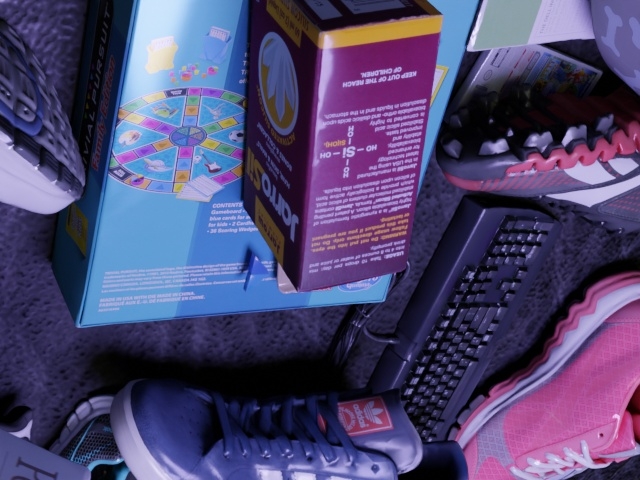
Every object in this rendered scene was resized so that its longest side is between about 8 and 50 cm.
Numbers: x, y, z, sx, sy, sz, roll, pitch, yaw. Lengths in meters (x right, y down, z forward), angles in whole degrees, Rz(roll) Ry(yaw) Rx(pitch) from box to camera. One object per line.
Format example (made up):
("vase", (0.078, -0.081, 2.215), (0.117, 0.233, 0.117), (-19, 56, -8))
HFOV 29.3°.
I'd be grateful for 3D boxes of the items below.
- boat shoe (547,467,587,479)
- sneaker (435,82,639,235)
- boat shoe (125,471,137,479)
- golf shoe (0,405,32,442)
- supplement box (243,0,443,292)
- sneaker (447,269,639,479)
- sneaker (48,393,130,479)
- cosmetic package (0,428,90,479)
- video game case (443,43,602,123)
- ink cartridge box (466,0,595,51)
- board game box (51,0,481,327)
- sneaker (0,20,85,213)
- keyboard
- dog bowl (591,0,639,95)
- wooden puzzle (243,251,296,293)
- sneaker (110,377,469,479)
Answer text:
("boat shoe", (0.301, 0.169, 1.274), (0.226, 0.083, 0.076), (-42, 147, 22))
("sneaker", (0.213, -0.060, 0.999), (0.276, 0.097, 0.135), (-10, 127, -25))
("boat shoe", (-0.153, 0.209, 1.061), (0.049, 0.042, 0.133), (-20, 136, -43))
("golf shoe", (-0.302, 0.133, 0.908), (0.186, 0.067, 0.086), (29, 76, -37))
("supplement box", (0.008, -0.075, 0.770), (0.081, 0.104, 0.188), (-12, 130, -22))
("sneaker", (0.241, 0.178, 1.187), (0.116, 0.136, 0.314), (22, 112, -46))
("sneaker", (-0.204, 0.205, 1.002), (0.065, 0.076, 0.166), (22, 112, -39))
("cosmetic package", (-0.389, 0.249, 0.668), (0.394, 0.329, 0.327), (28, 109, -14))
("video game case", (0.167, -0.119, 1.003), (0.122, 0.011, 0.087), (13, 116, -36))
("ink cartridge box", (0.202, -0.228, 0.886), (0.235, 0.056, 0.171), (-10, 130, -33))
("board game box", (-0.035, -0.103, 0.852), (0.254, 0.079, 0.336), (-3, 126, -29))
("sneaker", (-0.270, -0.092, 0.729), (0.129, 0.111, 0.297), (-37, 133, 23))
("keyboard", (0.089, 0.097, 1.118), (0.202, 0.033, 0.317), (6, 121, -33))
("dog bowl", (0.327, -0.231, 0.864), (0.349, 0.102, 0.348), (-31, 141, -29))
("wooden puzzle", (0.000, 0.000, 0.891), (0.116, 0.014, 0.078), (-8, 124, -25))
("sneaker", (-0.010, 0.168, 1.026), (0.148, 0.131, 0.350), (-39, 138, 25))
